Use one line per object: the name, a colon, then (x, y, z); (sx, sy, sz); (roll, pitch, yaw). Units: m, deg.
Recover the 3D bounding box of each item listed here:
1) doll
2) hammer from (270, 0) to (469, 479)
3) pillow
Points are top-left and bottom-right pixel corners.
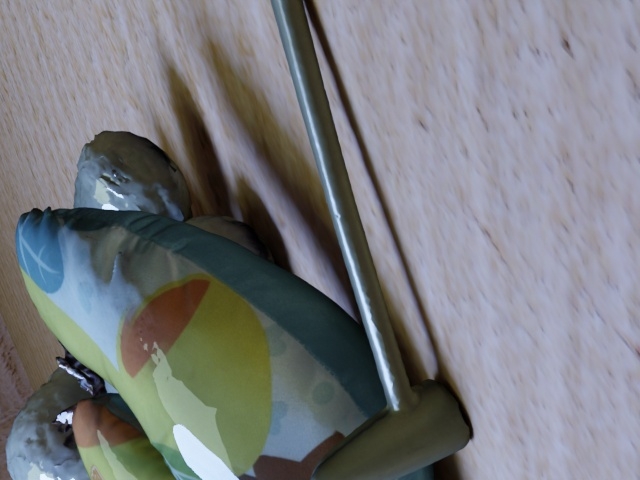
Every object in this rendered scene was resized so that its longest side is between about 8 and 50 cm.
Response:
doll: (-0.085, 0.068, 0.955); (0.278, 0.149, 0.175); (94, 167, -49)
hammer: (0.000, 0.000, 0.660); (0.028, 0.060, 0.195); (39, 149, 62)
pillow: (-0.037, 0.091, 0.812); (0.214, 0.086, 0.233); (30, 147, 31)
